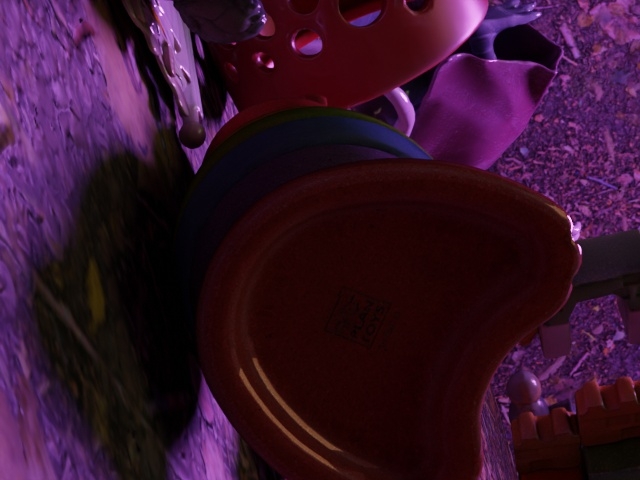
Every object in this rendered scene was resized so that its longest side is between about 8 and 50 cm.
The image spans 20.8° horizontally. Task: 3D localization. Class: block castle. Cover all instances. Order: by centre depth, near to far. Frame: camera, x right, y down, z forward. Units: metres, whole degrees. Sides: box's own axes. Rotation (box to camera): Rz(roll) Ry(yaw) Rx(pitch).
[{"bbox_3d":[0.254,0.099,1.494,0.213,0.453,0.303,77,4,-49],"label":"block castle"}]

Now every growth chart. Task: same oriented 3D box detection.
[{"bbox_3d":[-0.109,-0.178,0.972,0.237,0.021,0.172,67,11,-46],"label":"growth chart"}]

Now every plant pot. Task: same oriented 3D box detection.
[{"bbox_3d":[-0.005,-0.195,1.166,0.191,0.191,0.174,-91,156,-63],"label":"plant pot"}]

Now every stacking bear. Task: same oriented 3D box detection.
[{"bbox_3d":[0.000,0.000,0.925,0.175,0.164,0.289,-65,-165,12],"label":"stacking bear"}]

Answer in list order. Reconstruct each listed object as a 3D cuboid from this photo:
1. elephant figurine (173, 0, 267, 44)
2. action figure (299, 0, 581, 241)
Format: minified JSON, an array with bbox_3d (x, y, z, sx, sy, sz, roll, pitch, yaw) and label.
[{"bbox_3d":[0.025,-0.195,0.915,0.169,0.239,0.186,51,37,-50],"label":"elephant figurine"},{"bbox_3d":[0.110,-0.059,1.717,0.276,0.248,0.370,-39,146,-47],"label":"action figure"}]
